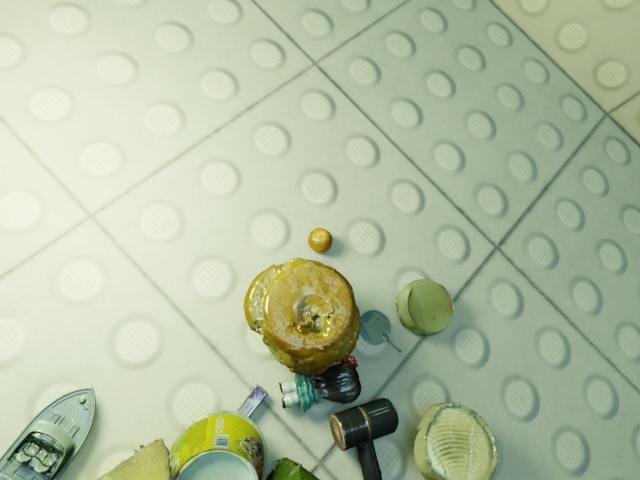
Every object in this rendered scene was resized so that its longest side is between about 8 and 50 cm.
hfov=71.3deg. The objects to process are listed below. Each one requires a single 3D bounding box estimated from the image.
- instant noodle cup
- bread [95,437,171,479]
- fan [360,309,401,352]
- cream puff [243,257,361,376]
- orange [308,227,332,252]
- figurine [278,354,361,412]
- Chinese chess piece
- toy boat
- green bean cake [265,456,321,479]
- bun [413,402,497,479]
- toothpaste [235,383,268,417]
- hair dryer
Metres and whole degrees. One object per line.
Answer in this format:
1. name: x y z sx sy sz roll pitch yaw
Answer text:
1. instant noodle cup: -0.253 0.582 1.105 0.264 0.200 0.265 1 86 -11
2. bread: -0.448 0.681 0.985 0.242 0.405 0.346 -9 62 -29
3. fan: 0.201 0.305 1.463 0.175 0.005 0.113 44 66 2
4. cream puff: -0.054 0.221 1.296 0.342 0.231 0.327 7 68 -9
5. orange: 0.000 0.000 1.475 0.083 0.070 0.083 1 61 -2
6. figurine: 0.002 0.424 1.315 0.245 0.110 0.138 -8 71 -10
7. Chinese chess piece: 0.349 0.224 1.494 0.188 0.083 0.189 6 70 -17
8. toy boat: -0.674 0.507 1.101 0.141 0.092 0.320 34 65 -5
9. green bean cake: -0.080 0.719 1.065 0.218 0.335 0.319 35 71 -1
10. bun: 0.391 0.618 1.332 0.259 0.152 0.259 8 57 -13
11. toothpaste: -0.226 0.499 1.259 0.047 0.040 0.196 41 67 2
12. hair dryer: 0.160 0.655 1.296 0.189 0.107 0.352 -11 83 -21
